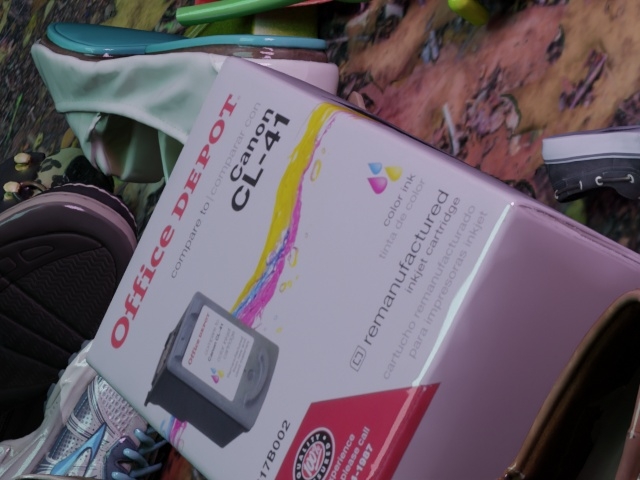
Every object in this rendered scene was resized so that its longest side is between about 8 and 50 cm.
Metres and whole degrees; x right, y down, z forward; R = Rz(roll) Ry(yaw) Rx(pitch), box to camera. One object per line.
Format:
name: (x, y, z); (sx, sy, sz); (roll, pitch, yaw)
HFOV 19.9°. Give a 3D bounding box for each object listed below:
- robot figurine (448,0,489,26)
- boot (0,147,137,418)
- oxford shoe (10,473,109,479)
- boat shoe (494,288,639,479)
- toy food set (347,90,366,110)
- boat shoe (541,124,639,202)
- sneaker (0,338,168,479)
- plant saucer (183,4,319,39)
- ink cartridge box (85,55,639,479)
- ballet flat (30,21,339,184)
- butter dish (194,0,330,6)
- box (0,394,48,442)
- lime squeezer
robot figurine: (0.107, -0.196, 1.201); (0.115, 0.067, 0.101); (23, 89, 63)
boot: (-0.240, 0.020, 1.496); (0.377, 0.138, 0.284); (-50, 13, 38)
oxford shoe: (-0.102, 0.249, 1.104); (0.140, 0.146, 0.397); (-63, 28, -2)
boat shoe: (0.104, 0.161, 0.848); (0.324, 0.116, 0.123); (-62, 27, 5)
toy food set: (0.000, 0.000, 1.270); (0.192, 0.038, 0.132); (-57, 20, 25)
boat shoe: (0.174, -0.041, 0.984); (0.142, 0.049, 0.040); (1, 102, 59)
sneaker: (-0.155, 0.166, 1.354); (0.283, 0.110, 0.122); (-47, 63, 9)
plant saucer: (-0.074, -0.139, 1.499); (0.188, 0.045, 0.188); (-40, 35, 39)
ink cartridge box: (0.017, 0.047, 1.042); (0.306, 0.131, 0.226); (32, 97, 52)
ballet flat: (-0.120, -0.097, 1.385); (0.400, 0.139, 0.139); (14, 80, 58)
butter dish: (-0.039, -0.268, 1.422); (0.160, 0.118, 0.160); (-1, 56, 36)
box: (-0.244, 0.184, 1.537); (0.186, 0.038, 0.145); (-3, 64, 61)
lime squeezer: (0.033, -0.225, 1.313); (0.310, 0.059, 0.110); (-37, 66, 9)
